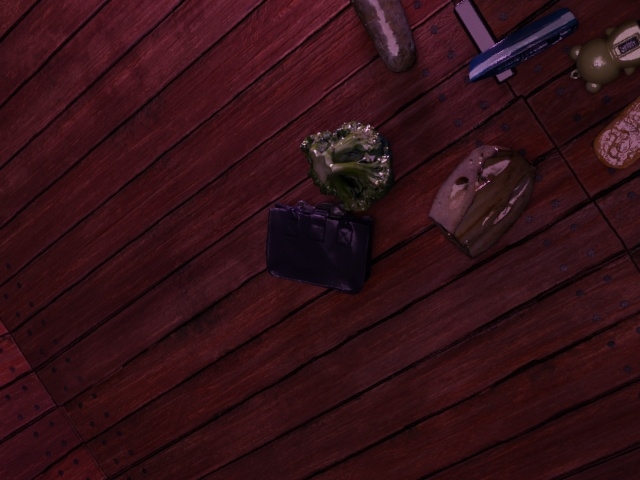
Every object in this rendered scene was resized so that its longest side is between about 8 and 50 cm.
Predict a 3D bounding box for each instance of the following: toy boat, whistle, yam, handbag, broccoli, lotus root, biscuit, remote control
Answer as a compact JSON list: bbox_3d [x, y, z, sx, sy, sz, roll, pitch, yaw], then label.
[{"bbox_3d":[0.518,-0.504,1.797,0.299,0.096,0.062,-27,83,14],"label":"toy boat"},{"bbox_3d":[0.759,-0.479,1.718,0.288,0.106,0.131,-27,89,24],"label":"whistle"},{"bbox_3d":[0.167,-0.615,1.893,0.133,0.133,0.330,-22,97,22],"label":"yam"},{"bbox_3d":[0.000,0.000,2.087,0.325,0.118,0.269,11,112,16],"label":"handbag"},{"bbox_3d":[0.076,-0.207,1.946,0.294,0.245,0.265,23,110,44],"label":"broccoli"},{"bbox_3d":[0.441,-0.120,1.903,0.210,0.142,0.314,29,109,-28],"label":"lotus root"},{"bbox_3d":[0.819,-0.292,1.779,0.118,0.029,0.247,44,112,6],"label":"biscuit"},{"bbox_3d":[0.443,-0.538,1.863,0.063,0.025,0.245,-32,90,18],"label":"remote control"}]
